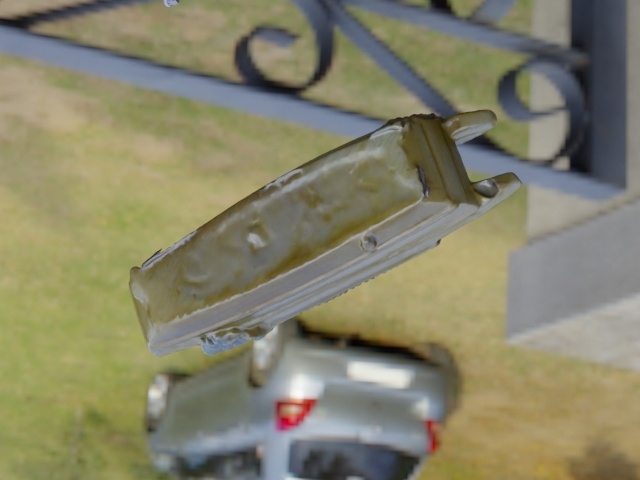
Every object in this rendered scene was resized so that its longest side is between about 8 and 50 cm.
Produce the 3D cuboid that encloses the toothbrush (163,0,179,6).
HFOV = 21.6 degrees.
[{"bbox_3d":[-0.139,-0.285,1.445,0.014,0.167,0.011,0,-167,37],"label":"toothbrush"}]

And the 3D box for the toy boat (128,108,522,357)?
[{"bbox_3d":[0.000,0.000,1.229,0.310,0.089,0.115,-29,163,19],"label":"toy boat"}]
